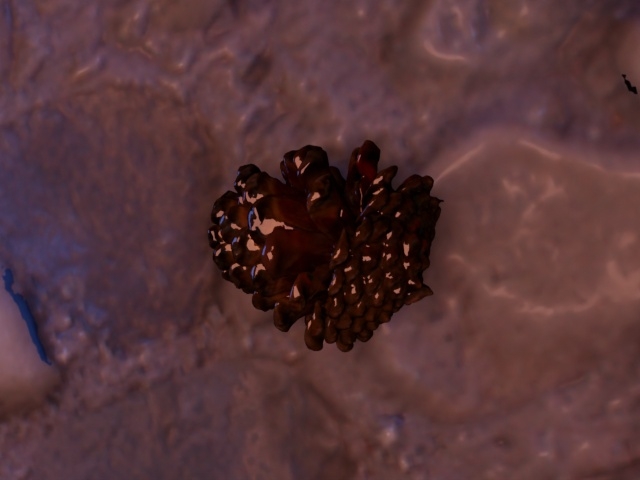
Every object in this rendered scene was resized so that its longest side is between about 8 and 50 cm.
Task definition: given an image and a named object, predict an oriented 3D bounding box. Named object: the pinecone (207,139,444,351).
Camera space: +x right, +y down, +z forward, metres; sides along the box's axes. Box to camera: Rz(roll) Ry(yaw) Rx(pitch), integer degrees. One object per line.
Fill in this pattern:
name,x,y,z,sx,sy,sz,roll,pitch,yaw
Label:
pinecone,0.000,0.004,0.480,0.109,0.102,0.102,-3,91,33
